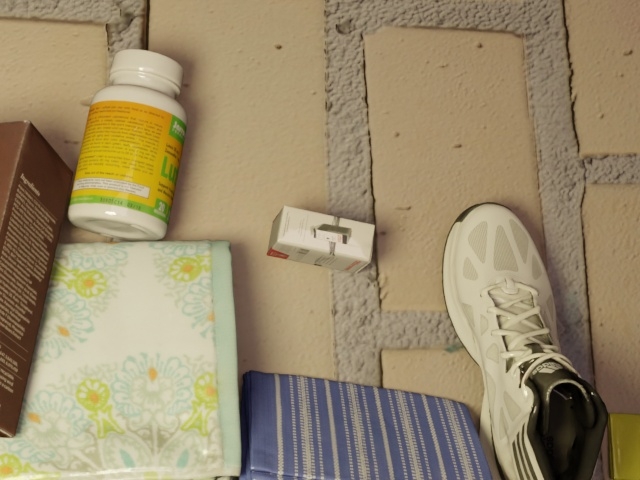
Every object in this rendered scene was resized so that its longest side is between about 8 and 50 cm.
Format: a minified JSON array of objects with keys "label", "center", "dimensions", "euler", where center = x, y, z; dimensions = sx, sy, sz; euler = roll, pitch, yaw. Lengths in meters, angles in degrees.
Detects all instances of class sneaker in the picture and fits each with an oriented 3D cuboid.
[{"label":"sneaker","center":[0.302,0.143,1.434],"dimensions":[0.169,0.257,0.447],"euler":[-7,80,-13]}]

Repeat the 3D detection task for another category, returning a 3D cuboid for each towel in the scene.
[{"label":"towel","center":[-0.267,0.164,1.341],"dimensions":[0.321,0.090,0.374],"euler":[0,58,-8]},{"label":"towel","center":[0.548,0.316,1.573],"dimensions":[0.237,0.021,0.102],"euler":[4,72,-10]},{"label":"towel","center":[0.057,0.271,1.395],"dimensions":[0.336,0.243,0.040],"euler":[10,116,-9]}]

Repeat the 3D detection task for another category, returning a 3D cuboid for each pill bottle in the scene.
[{"label":"pill bottle","center":[-0.260,-0.132,1.440],"dimensions":[0.136,0.136,0.245],"euler":[11,77,-9]}]

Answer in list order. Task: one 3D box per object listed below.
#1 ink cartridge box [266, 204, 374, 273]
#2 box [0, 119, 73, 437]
[{"label":"ink cartridge box","center":[0.000,0.000,1.485],"dimensions":[0.135,0.099,0.056],"euler":[12,75,-10]},{"label":"box","center":[-0.452,0.047,1.287],"dimensions":[0.191,0.143,0.381],"euler":[-3,62,16]}]
